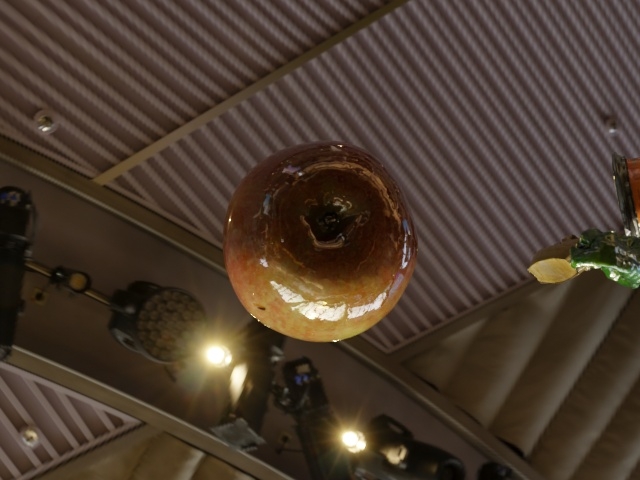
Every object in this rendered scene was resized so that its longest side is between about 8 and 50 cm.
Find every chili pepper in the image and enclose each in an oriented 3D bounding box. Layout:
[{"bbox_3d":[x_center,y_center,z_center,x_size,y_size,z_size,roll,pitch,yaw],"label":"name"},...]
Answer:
[{"bbox_3d":[0.399,0.020,1.217,0.257,0.100,0.074,12,-83,-58],"label":"chili pepper"}]

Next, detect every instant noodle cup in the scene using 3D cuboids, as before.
[{"bbox_3d":[0.589,-0.080,1.594,0.208,0.125,0.178,-82,-29,-41],"label":"instant noodle cup"}]

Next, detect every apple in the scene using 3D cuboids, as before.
[{"bbox_3d":[0.000,0.000,0.857,0.188,0.174,0.188,1,-103,-5],"label":"apple"}]

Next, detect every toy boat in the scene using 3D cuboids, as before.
[{"bbox_3d":[0.402,0.026,1.507,0.064,0.206,0.072,45,-100,-2],"label":"toy boat"}]
